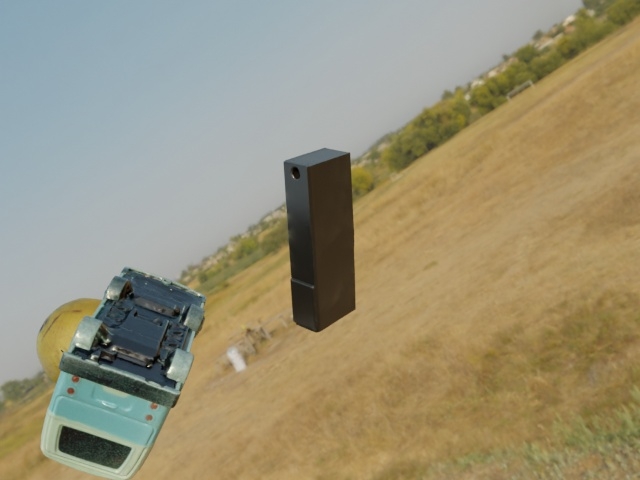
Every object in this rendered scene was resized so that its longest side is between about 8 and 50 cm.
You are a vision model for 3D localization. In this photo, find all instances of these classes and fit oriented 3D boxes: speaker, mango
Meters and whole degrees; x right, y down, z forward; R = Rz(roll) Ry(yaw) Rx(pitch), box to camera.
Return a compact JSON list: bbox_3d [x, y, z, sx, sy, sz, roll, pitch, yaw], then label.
[{"bbox_3d":[0.000,0.000,0.805,0.044,0.218,0.082,16,30,39],"label":"speaker"},{"bbox_3d":[-0.378,0.191,1.141,0.262,0.167,0.130,1,-16,15],"label":"mango"}]

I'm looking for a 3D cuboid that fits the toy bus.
[{"bbox_3d":[-0.234,0.153,0.789,0.271,0.133,0.164,-100,34,-72],"label":"toy bus"}]
